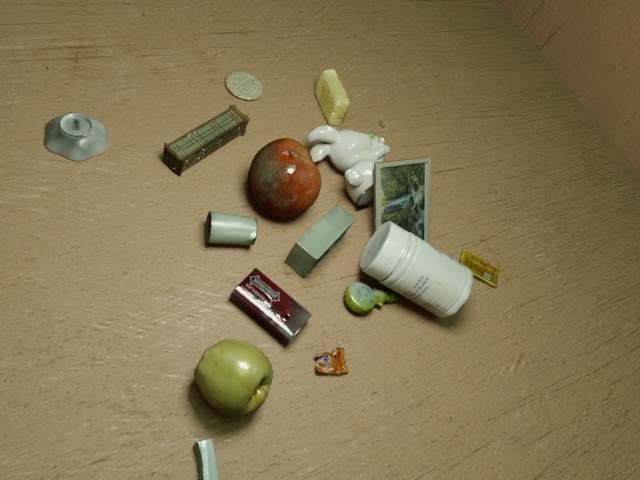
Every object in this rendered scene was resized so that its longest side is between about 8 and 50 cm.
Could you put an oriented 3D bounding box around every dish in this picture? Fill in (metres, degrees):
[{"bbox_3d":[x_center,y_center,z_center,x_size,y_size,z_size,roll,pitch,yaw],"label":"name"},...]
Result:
[{"bbox_3d":[-0.751,-0.337,1.626,0.191,0.066,0.190,11,56,-17],"label":"dish"}]

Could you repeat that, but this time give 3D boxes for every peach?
[{"bbox_3d":[-0.117,-0.203,1.711,0.252,0.252,0.252,11,56,-17],"label":"peach"}]

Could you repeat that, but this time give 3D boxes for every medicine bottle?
[{"bbox_3d":[0.304,0.093,1.703,0.332,0.190,0.190,30,52,-14],"label":"medicine bottle"}]

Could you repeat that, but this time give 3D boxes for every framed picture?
[{"bbox_3d":[0.285,-0.119,1.831,0.241,0.020,0.324,-9,107,-28],"label":"framed picture"}]

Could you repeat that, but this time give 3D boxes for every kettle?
[{"bbox_3d":[-0.278,-0.036,1.634,0.148,0.127,0.098,5,90,-24],"label":"kettle"}]

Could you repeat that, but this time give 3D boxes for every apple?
[{"bbox_3d":[-0.218,0.348,1.350,0.200,0.200,0.200,11,56,-17],"label":"apple"}]

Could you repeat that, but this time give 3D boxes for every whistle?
[{"bbox_3d":[0.164,0.185,1.703,0.198,0.057,0.104,1,54,-31],"label":"whistle"}]

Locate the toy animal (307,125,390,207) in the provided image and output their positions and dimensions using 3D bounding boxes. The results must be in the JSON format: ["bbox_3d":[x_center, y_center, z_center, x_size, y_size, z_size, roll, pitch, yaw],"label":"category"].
[{"bbox_3d":[0.113,-0.282,1.889,0.247,0.183,0.310,-22,70,-33],"label":"toy animal"}]

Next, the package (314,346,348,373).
[{"bbox_3d":[0.033,0.353,1.546,0.111,0.033,0.077,4,48,-27],"label":"package"}]

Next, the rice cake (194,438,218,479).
[{"bbox_3d":[-0.264,0.600,1.255,0.045,0.042,0.245,7,55,-34],"label":"rice cake"}]

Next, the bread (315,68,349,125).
[{"bbox_3d":[0.046,-0.563,2.074,0.068,0.125,0.188,-8,63,-26],"label":"bread"}]

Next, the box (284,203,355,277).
[{"bbox_3d":[0.000,0.000,1.695,0.086,0.129,0.225,41,53,5],"label":"box"}]

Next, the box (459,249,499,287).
[{"bbox_3d":[0.583,0.104,1.947,0.156,0.022,0.089,27,54,-6],"label":"box"}]

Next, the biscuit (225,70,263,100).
[{"bbox_3d":[-0.290,-0.589,2.013,0.152,0.020,0.152,10,56,-15],"label":"biscuit"}]

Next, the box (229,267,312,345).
[{"bbox_3d":[-0.145,0.192,1.551,0.224,0.069,0.120,40,53,6],"label":"box"}]

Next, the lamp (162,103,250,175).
[{"bbox_3d":[-0.380,-0.342,1.776,0.090,0.089,0.325,42,52,7],"label":"lamp"}]
